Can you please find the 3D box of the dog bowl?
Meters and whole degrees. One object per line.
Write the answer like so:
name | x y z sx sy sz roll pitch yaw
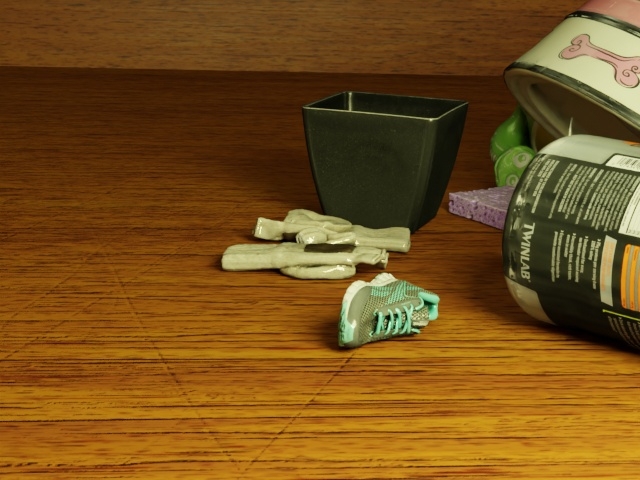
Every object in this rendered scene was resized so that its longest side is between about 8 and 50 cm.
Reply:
dog bowl | 0.439 -0.154 1.795 0.408 0.150 0.408 36 -1 1

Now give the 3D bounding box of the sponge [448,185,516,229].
sponge | 0.287 -0.038 1.980 0.117 0.031 0.210 -7 16 -32

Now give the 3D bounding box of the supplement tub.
supplement tub | 0.368 0.016 1.412 0.338 0.207 0.207 16 19 41

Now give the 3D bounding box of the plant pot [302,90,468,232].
plant pot | 0.088 -0.108 1.952 0.187 0.167 0.188 7 16 18

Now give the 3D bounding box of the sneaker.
sneaker | 0.072 0.073 1.449 0.076 0.065 0.166 12 18 22

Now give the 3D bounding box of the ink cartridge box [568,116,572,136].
ink cartridge box | 0.329 -0.053 1.734 0.061 0.181 0.104 4 14 11

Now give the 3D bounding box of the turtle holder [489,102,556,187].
turtle holder | 0.418 -0.183 2.166 0.320 0.243 0.227 5 28 -29

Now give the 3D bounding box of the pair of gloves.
pair of gloves | 0.000 0.000 1.766 0.204 0.042 0.240 5 14 14
